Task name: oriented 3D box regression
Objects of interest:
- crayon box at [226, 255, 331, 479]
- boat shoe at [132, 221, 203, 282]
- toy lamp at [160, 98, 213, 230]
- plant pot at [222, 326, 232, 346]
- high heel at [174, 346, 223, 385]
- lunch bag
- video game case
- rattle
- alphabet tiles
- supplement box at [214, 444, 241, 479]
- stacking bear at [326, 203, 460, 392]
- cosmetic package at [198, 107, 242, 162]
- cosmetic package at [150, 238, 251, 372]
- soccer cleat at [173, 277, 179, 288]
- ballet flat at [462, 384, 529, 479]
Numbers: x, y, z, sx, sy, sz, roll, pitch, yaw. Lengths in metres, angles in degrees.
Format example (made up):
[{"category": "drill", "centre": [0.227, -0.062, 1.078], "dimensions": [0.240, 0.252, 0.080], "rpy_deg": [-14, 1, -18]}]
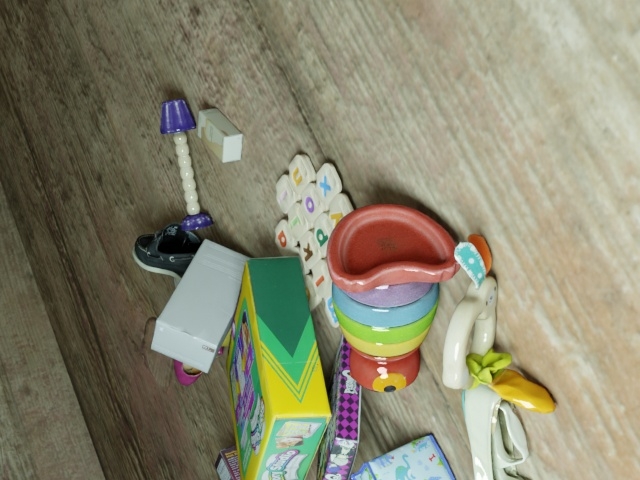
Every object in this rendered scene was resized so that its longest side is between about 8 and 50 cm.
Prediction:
[{"category": "crayon box", "centre": [-0.086, 0.261, 1.639], "dimensions": [0.363, 0.106, 0.313], "rpy_deg": [107, 156, -51]}, {"category": "boat shoe", "centre": [-0.313, 0.019, 2.017], "dimensions": [0.340, 0.127, 0.113], "rpy_deg": [27, 124, 52]}, {"category": "toy lamp", "centre": [-0.285, -0.161, 1.939], "dimensions": [0.080, 0.080, 0.274], "rpy_deg": [7, 112, 59]}, {"category": "plant pot", "centre": [-0.223, 0.172, 1.957], "dimensions": [0.134, 0.095, 0.134], "rpy_deg": [34, 131, 51]}, {"category": "high heel", "centre": [-0.277, 0.286, 2.123], "dimensions": [0.244, 0.082, 0.117], "rpy_deg": [-60, 39, 35]}, {"category": "lunch bag", "centre": [0.139, 0.392, 1.385], "dimensions": [0.151, 0.129, 0.096], "rpy_deg": [61, 153, 22]}, {"category": "video game case", "centre": [0.030, 0.302, 1.504], "dimensions": [0.232, 0.042, 0.210], "rpy_deg": [-84, 5, -50]}, {"category": "rattle", "centre": [0.232, 0.101, 1.158], "dimensions": [0.143, 0.130, 0.199], "rpy_deg": [13, 88, 46]}, {"category": "alphabet tiles", "centre": [0.000, 0.000, 1.565], "dimensions": [0.284, 0.021, 0.278], "rpy_deg": [66, 149, 17]}, {"category": "supplement box", "centre": [-0.140, 0.532, 1.968], "dimensions": [0.188, 0.104, 0.081], "rpy_deg": [60, 148, 27]}, {"category": "stacking bear", "centre": [0.094, 0.107, 1.318], "dimensions": [0.164, 0.175, 0.289], "rpy_deg": [-104, 10, -50]}, {"category": "cosmetic package", "centre": [-0.198, -0.207, 1.797], "dimensions": [0.115, 0.041, 0.060], "rpy_deg": [45, 139, 43]}, {"category": "cosmetic package", "centre": [-0.221, 0.123, 1.771], "dimensions": [0.127, 0.238, 0.107], "rpy_deg": [25, 139, 2]}, {"category": "soccer cleat", "centre": [-0.290, 0.130, 2.094], "dimensions": [0.076, 0.068, 0.196], "rpy_deg": [101, 149, -43]}, {"category": "ballet flat", "centre": [0.243, 0.309, 1.228], "dimensions": [0.086, 0.086, 0.248], "rpy_deg": [3, 104, 60]}]
